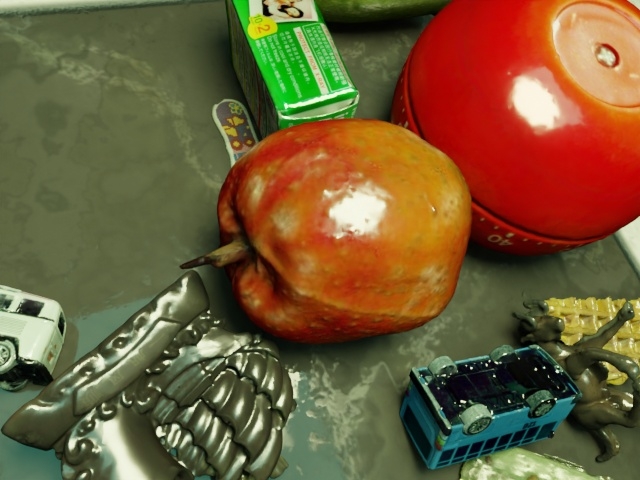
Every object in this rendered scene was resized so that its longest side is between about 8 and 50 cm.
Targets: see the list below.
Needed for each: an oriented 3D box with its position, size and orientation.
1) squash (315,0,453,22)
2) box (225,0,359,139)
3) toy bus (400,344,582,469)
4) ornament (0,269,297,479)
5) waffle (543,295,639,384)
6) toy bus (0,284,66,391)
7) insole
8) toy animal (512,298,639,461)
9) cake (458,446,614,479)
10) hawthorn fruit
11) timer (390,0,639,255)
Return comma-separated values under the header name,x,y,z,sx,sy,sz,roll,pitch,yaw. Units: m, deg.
name,x,y,z,sx,sy,sz,roll,pitch,yaw
squash,0.045,-0.470,0.711,0.309,0.310,0.310,-21,75,-22
box,-0.044,-0.214,0.641,0.103,0.180,0.249,-18,72,-12
toy bus,0.197,0.193,0.578,0.185,0.106,0.090,-5,34,-19
ornament,-0.128,0.198,0.490,0.260,0.106,0.251,45,65,-1
waffle,0.414,0.121,0.712,0.192,0.046,0.160,-30,79,-26
toy bus,-0.351,0.082,0.473,0.194,0.087,0.088,15,57,-10
insole,-0.099,-0.115,0.677,0.065,0.004,0.197,-15,73,-22
toy animal,0.349,0.171,0.627,0.085,0.148,0.232,-33,93,-37
cake,0.294,0.371,0.567,0.284,0.172,0.158,17,51,27
hawthorn fruit,0.000,0.000,0.507,0.301,0.254,0.253,-16,73,-42
timer,0.289,-0.170,0.669,0.379,0.279,0.377,5,69,-14
